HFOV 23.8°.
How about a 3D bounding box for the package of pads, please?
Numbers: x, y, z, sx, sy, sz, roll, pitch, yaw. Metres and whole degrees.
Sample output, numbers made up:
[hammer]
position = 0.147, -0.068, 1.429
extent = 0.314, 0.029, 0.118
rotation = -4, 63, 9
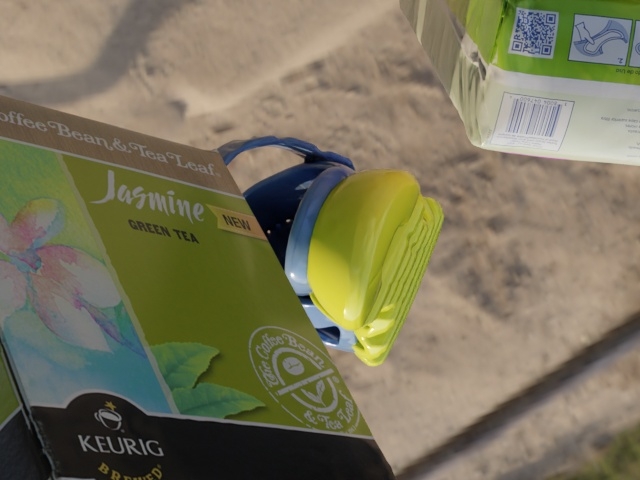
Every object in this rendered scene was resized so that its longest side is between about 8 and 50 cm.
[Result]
[package of pads]
position = 0.181, -0.129, 0.896
extent = 0.229, 0.296, 0.101
rotation = 5, 114, -7

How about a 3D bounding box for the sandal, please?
[sandal]
position = 0.000, 0.000, 1.007
extent = 0.138, 0.126, 0.317
rotation = 20, 170, 12

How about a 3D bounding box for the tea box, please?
[tea box]
position = -0.160, 0.152, 0.762
extent = 0.220, 0.323, 0.329
rotation = 12, 130, -46
